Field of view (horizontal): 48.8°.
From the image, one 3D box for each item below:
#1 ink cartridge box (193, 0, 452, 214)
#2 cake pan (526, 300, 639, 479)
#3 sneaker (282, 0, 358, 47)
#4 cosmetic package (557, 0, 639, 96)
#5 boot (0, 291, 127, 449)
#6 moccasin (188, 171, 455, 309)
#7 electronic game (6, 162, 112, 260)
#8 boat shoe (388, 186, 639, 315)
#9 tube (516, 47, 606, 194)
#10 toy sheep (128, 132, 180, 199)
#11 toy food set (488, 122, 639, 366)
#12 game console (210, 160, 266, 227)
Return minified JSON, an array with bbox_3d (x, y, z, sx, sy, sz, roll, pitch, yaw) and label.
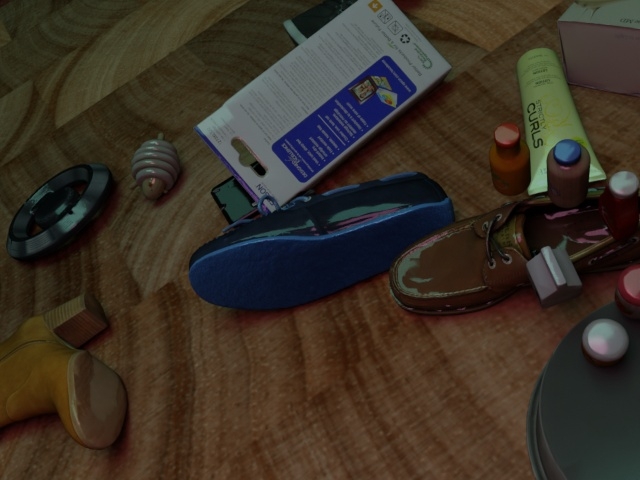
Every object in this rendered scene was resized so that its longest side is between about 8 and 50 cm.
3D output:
[{"bbox_3d":[0.007,-0.209,1.070,0.371,0.069,0.176,-40,86,-13],"label":"ink cartridge box"},{"bbox_3d":[0.328,0.157,0.623,0.293,0.054,0.293,-15,45,15],"label":"cake pan"},{"bbox_3d":[0.037,-0.355,1.230,0.147,0.104,0.296,-33,38,4],"label":"sneaker"},{"bbox_3d":[0.482,-0.341,0.971,0.160,0.113,0.309,24,63,42],"label":"cosmetic package"},{"bbox_3d":[-0.376,0.211,0.936,0.211,0.104,0.295,-35,37,3],"label":"boot"},{"bbox_3d":[0.000,0.000,0.918,0.342,0.138,0.117,-12,39,-1],"label":"moccasin"},{"bbox_3d":[-0.468,-0.055,1.265,0.229,0.048,0.229,-22,38,19],"label":"electronic game"},{"bbox_3d":[0.213,0.001,0.776,0.307,0.104,0.111,-18,68,15],"label":"boat shoe"},{"bbox_3d":[0.307,-0.160,0.936,0.070,0.062,0.240,-48,30,46],"label":"tube"},{"bbox_3d":[-0.283,-0.129,1.208,0.091,0.091,0.132,-12,64,19],"label":"toy sheep"},{"bbox_3d":[0.240,-0.008,0.652,0.111,0.104,0.232,-21,65,10],"label":"toy food set"},{"bbox_3d":[-0.106,-0.083,1.121,0.122,0.071,0.107,-33,72,-2],"label":"game console"}]
